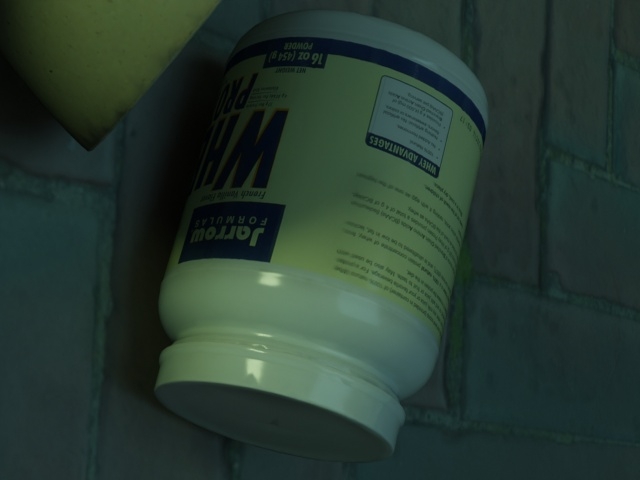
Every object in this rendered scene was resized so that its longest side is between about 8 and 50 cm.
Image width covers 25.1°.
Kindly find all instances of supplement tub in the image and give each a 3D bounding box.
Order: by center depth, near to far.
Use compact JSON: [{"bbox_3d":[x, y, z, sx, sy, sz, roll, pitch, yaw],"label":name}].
[{"bbox_3d":[0.000,0.000,1.200,0.235,0.235,0.325,36,61,-44],"label":"supplement tub"}]

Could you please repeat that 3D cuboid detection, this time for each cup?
[{"bbox_3d":[-0.151,-0.265,1.013,0.237,0.331,0.331,40,54,-11],"label":"cup"}]
